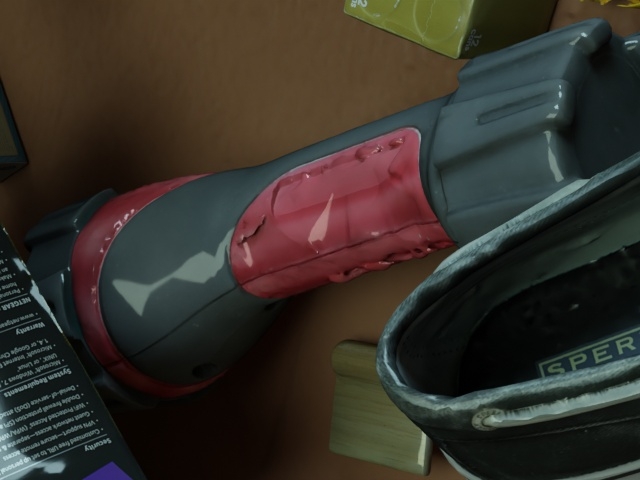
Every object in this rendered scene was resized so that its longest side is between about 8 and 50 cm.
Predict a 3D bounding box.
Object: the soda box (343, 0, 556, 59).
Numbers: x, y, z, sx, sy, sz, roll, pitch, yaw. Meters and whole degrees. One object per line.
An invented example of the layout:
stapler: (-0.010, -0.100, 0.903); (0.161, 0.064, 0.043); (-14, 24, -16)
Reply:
soda box: (0.070, -0.162, 0.762); (0.061, 0.058, 0.181); (28, 111, 35)

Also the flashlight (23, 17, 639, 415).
flashlight: (0.000, 0.000, 0.796); (0.304, 0.103, 0.103); (-17, 78, 45)

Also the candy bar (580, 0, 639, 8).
candy bar: (0.129, -0.163, 0.739); (0.040, 0.018, 0.161); (27, 110, 36)

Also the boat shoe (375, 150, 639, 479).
boat shoe: (0.160, -0.012, 0.614); (0.306, 0.105, 0.113); (-22, 56, 19)

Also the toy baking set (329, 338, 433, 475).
toy baking set: (0.082, 0.139, 0.801); (0.256, 0.030, 0.197); (39, 123, 38)

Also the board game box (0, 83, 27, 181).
board game box: (-0.213, -0.100, 0.977); (0.026, 0.103, 0.154); (-30, 75, 38)

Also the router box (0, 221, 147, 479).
router box: (-0.182, 0.099, 0.903); (0.243, 0.081, 0.309); (58, 152, 20)
